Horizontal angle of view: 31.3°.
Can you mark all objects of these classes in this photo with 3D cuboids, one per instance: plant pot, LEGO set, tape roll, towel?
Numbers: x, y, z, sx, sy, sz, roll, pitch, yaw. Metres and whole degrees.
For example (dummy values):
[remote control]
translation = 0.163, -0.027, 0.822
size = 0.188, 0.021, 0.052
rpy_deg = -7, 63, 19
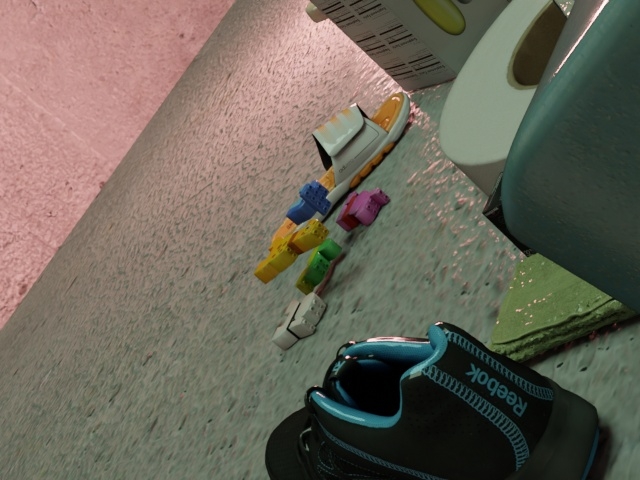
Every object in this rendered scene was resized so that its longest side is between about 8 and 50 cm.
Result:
[plant pot]
translation = 0.237, -0.077, 0.638
size = 0.248, 0.247, 0.252
rpy_deg = -62, 5, -35
[LEGO set]
translation = 0.000, 0.000, 1.267
size = 0.093, 0.087, 0.227
rpy_deg = -26, 30, 51
[tape roll]
translation = 0.272, -0.196, 1.054
size = 0.392, 0.072, 0.392
rpy_deg = -42, 19, 18
[towel]
translation = 0.187, 0.036, 0.851
size = 0.148, 0.027, 0.110
rpy_deg = -33, 23, 43

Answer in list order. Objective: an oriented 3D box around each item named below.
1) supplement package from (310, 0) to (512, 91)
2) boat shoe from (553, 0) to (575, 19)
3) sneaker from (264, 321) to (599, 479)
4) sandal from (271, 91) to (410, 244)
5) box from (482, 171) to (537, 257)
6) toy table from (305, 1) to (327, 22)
[supplement package]
translation = 0.126, -0.335, 1.467
size = 0.194, 0.203, 0.149
rpy_deg = -54, 19, -15
[boat shoe]
translation = 0.235, -0.215, 0.977
size = 0.066, 0.066, 0.183
rpy_deg = -38, 30, 16
[sneaker]
translation = 0.043, 0.124, 0.826
size = 0.341, 0.140, 0.125
rpy_deg = -24, 32, 55
[sandal]
translation = 0.011, -0.101, 1.461
size = 0.265, 0.076, 0.102
rpy_deg = -49, 18, -1
[box]
translation = 0.187, -0.033, 0.933
size = 0.083, 0.062, 0.052
rpy_deg = -27, 27, 50
[toy table]
translation = 0.091, -0.433, 1.729
size = 0.161, 0.252, 0.274
rpy_deg = 0, 38, 47
